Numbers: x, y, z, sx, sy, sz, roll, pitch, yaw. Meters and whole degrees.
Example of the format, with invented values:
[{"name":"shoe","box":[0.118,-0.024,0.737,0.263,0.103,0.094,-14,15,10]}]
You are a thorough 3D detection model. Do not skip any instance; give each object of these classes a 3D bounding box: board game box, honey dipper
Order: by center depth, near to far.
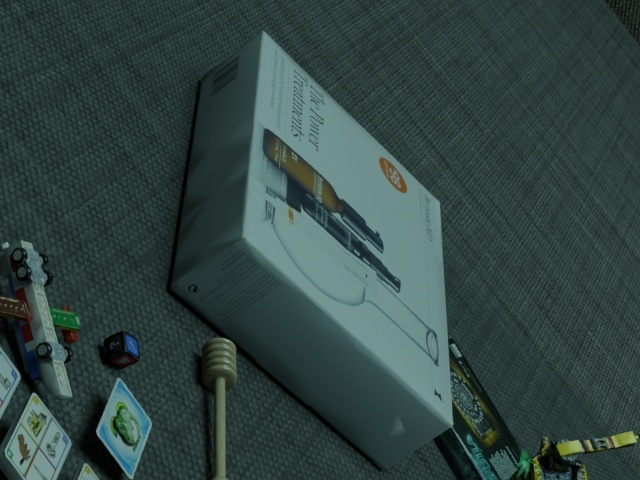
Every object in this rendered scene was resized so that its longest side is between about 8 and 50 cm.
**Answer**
[{"name":"honey dipper","box":[-0.082,0.147,1.480,0.030,0.030,0.160,37,31,-33]},{"name":"board game box","box":[0.150,0.189,1.847,0.186,0.026,0.126,59,25,13]}]

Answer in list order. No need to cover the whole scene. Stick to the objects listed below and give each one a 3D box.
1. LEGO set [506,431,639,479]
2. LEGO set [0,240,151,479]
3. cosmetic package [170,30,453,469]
[{"name":"LEGO set","box":[0.346,0.290,1.712,0.331,0.192,0.255,19,52,-16]},{"name":"LEGO set","box":[-0.200,0.111,1.321,0.182,0.060,0.244,57,22,-22]},{"name":"cosmetic package","box":[0.000,0.000,1.752,0.284,0.097,0.377,44,25,-26]}]
